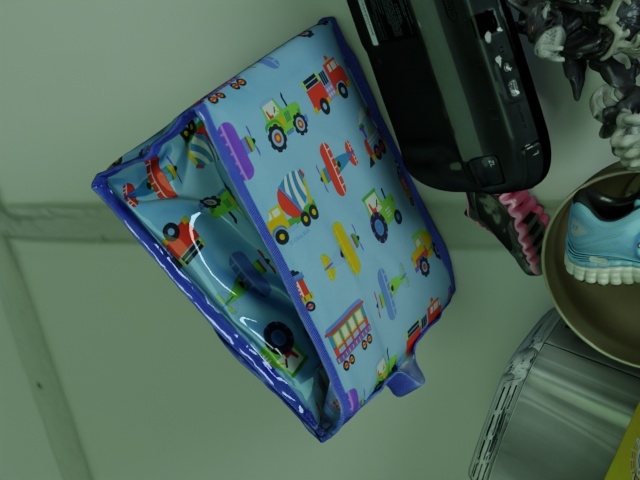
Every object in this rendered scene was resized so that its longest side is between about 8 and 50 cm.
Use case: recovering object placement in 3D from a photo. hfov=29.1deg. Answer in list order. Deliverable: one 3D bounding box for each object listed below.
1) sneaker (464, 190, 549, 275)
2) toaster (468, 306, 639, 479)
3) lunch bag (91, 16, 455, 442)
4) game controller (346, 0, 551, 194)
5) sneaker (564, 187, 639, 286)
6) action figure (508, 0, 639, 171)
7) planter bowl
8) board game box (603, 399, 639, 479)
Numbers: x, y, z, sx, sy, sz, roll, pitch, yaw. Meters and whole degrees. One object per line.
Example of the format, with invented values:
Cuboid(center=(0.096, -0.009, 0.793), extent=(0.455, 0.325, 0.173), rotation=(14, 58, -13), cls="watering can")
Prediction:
Cuboid(center=(0.148, -0.022, 1.016), extent=(0.057, 0.047, 0.119), rotation=(-24, 95, 43), cls="sneaker")
Cuboid(center=(0.219, 0.162, 1.024), extent=(0.146, 0.129, 0.227), rotation=(27, 128, 20), cls="toaster")
Cuboid(center=(0.000, 0.000, 0.996), extent=(0.138, 0.221, 0.293), rotation=(-30, 99, 38), cls="lunch bag")
Cuboid(center=(0.075, -0.182, 0.923), extent=(0.166, 0.067, 0.319), rotation=(15, 127, 66), cls="game controller")
Cuboid(center=(0.237, -0.007, 0.818), extent=(0.162, 0.063, 0.073), rotation=(1, 113, 29), cls="sneaker")
Cuboid(center=(0.234, -0.145, 0.835), extent=(0.275, 0.141, 0.164), rotation=(5, 126, 25), cls="action figure")
Cuboid(center=(0.260, 0.002, 0.919), extent=(0.162, 0.109, 0.162), rotation=(14, 122, 24), cls="planter bowl")
Cuboid(center=(0.333, 0.177, 0.914), extent=(0.242, 0.064, 0.316), rotation=(0, 126, -19), cls="board game box")
